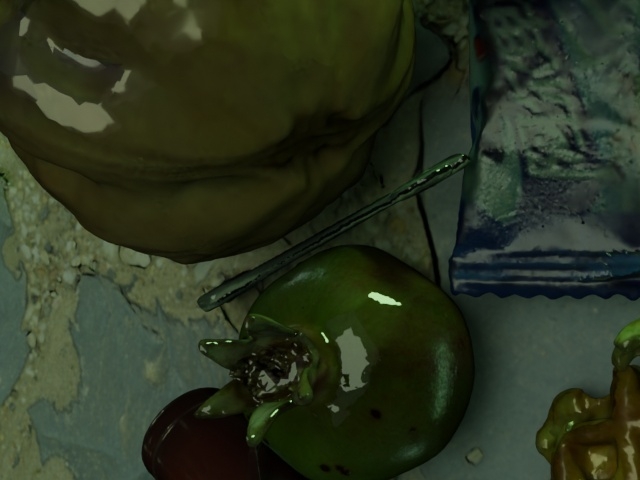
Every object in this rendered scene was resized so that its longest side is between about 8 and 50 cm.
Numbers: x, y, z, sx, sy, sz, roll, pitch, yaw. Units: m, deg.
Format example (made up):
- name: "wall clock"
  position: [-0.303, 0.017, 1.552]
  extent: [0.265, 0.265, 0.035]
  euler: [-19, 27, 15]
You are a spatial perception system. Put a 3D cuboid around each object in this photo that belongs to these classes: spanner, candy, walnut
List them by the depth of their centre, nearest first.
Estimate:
- name: "candy"
  position: [0.174, -0.118, 0.827]
  extent: [0.187, 0.077, 0.331]
  euler: [-4, 80, 29]
- name: "walnut"
  position: [-0.110, -0.166, 0.865]
  extent: [0.383, 0.383, 0.383]
  euler: [-2, 86, 31]
- name: "spanner"
  position: [0.000, 0.000, 0.891]
  extent: [0.302, 0.071, 0.017]
  euler: [-29, 92, 43]

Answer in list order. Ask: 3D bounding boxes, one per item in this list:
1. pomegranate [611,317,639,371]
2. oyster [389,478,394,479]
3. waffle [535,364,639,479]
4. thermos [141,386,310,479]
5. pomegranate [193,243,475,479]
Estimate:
- name: "pomegranate"
  position: [0.278, -0.002, 0.659]
  extent: [0.211, 0.211, 0.263]
  euler: [38, 80, 27]
- name: "oyster"
  position: [0.030, 0.255, 0.922]
  extent: [0.121, 0.045, 0.146]
  euler: [35, 105, 45]
- name: "waffle"
  position: [0.281, 0.199, 0.751]
  extent: [0.325, 0.068, 0.302]
  euler: [39, 107, 25]
- name: "thermos"
  position: [-0.046, 0.219, 0.899]
  extent: [0.124, 0.099, 0.232]
  euler: [-53, 48, 2]
- name: "pomegranate"
  position: [0.008, 0.093, 0.830]
  extent: [0.181, 0.224, 0.181]
  euler: [-1, 87, 29]
